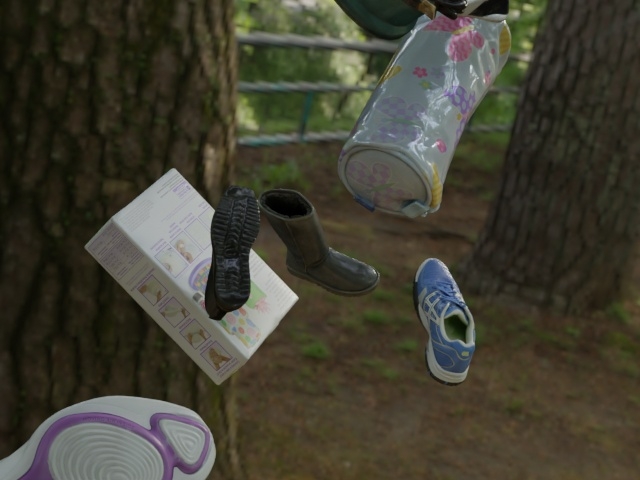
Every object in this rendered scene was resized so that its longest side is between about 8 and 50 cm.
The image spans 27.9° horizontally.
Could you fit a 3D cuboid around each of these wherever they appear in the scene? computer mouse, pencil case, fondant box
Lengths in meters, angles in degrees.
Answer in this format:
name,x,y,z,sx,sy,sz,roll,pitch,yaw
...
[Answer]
name,x,y,z,sx,sy,sz,roll,pitch,yaw
computer mouse,0.104,-0.214,1.048,0.106,0.042,0.193,35,23,21
pencil case,0.121,-0.154,1.436,0.124,0.113,0.273,30,58,-4
fondant box,-0.218,0.058,2.239,0.330,0.096,0.238,46,32,-3

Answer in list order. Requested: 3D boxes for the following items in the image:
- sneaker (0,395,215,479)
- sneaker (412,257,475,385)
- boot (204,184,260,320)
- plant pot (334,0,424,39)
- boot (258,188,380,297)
name,x,y,z,sx,sy,sz,roll,pitch,yaw
sneaker,-0.235,0.217,1.058,0.305,0.114,0.152,-23,-8,-17
sneaker,0.189,0.106,1.872,0.080,0.081,0.211,5,48,-20
boot,-0.152,0.023,2.032,0.076,0.198,0.137,13,-19,-14
plant pot,0.154,-0.410,1.211,0.334,0.341,0.341,-20,-1,25
boot,0.000,0.002,2.153,0.189,0.208,0.076,12,55,16
